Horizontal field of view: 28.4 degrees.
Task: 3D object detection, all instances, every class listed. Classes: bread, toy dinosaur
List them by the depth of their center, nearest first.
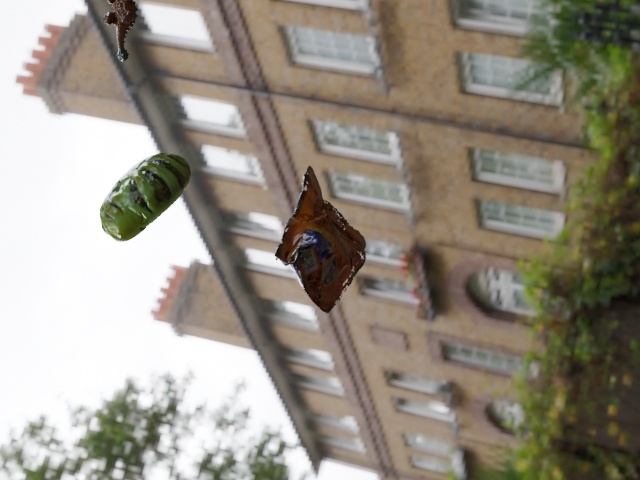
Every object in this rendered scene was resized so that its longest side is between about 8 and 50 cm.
[{"bbox_3d":[-0.238,-0.062,1.687,0.071,0.139,0.130,49,-144,-12],"label":"bread"},{"bbox_3d":[-0.330,-0.374,2.102,0.055,0.049,0.154,16,-107,-72],"label":"toy dinosaur"}]

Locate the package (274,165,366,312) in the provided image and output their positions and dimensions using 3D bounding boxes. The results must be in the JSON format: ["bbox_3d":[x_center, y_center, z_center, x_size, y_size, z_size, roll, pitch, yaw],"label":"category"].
[{"bbox_3d":[0.001,0.000,0.887,0.033,0.077,0.111,-43,12,38],"label":"package"}]
